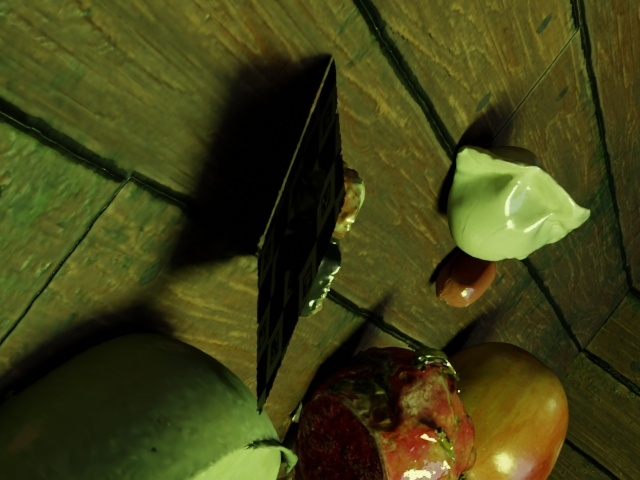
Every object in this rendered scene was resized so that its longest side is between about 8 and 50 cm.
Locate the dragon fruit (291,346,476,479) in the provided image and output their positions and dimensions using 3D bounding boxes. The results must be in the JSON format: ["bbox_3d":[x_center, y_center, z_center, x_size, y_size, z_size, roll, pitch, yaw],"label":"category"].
[{"bbox_3d":[0.060,0.247,1.529,0.147,0.211,0.282,-24,145,-49],"label":"dragon fruit"}]

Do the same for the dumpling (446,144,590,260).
[{"bbox_3d":[0.214,-0.035,1.463,0.229,0.151,0.124,71,32,-69],"label":"dumpling"}]

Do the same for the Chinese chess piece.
[{"bbox_3d":[-0.176,0.235,1.013,0.349,0.146,0.349,-46,162,-19],"label":"Chinese chess piece"}]

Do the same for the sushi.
[{"bbox_3d":[0.000,0.000,0.991,0.193,0.040,0.210,-93,-160,-51],"label":"sushi"}]

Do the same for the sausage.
[{"bbox_3d":[0.178,0.045,1.666,0.094,0.059,0.054,-43,167,-33],"label":"sausage"}]

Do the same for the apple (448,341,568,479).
[{"bbox_3d":[0.245,0.278,2.004,0.241,0.242,0.242,-39,159,-39],"label":"apple"}]
